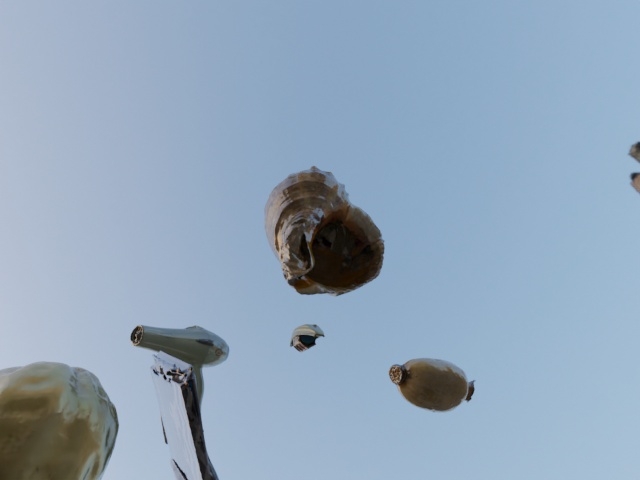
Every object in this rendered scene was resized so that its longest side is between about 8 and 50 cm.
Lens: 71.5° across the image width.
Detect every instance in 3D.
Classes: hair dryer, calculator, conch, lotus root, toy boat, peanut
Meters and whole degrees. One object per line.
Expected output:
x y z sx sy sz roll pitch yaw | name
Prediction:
-0.392 0.340 1.205 0.119 0.298 0.296 -27 -55 28 | hair dryer
-0.175 0.226 0.550 0.028 0.274 0.165 -10 -94 -28 | calculator
-0.006 0.008 1.034 0.297 0.352 0.210 25 -36 -8 | conch
0.164 0.204 0.626 0.151 0.062 0.072 18 -97 -24 | lotus root
-0.039 0.275 1.251 0.065 0.066 0.172 15 -30 -23 | toy boat
-0.269 0.213 0.309 0.147 0.147 0.305 37 -91 -19 | peanut
